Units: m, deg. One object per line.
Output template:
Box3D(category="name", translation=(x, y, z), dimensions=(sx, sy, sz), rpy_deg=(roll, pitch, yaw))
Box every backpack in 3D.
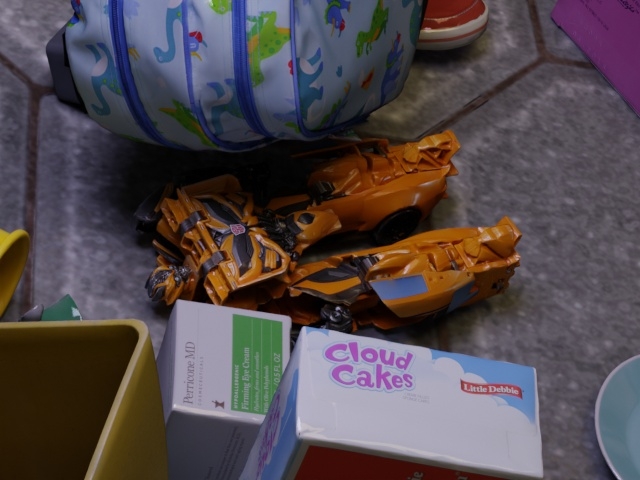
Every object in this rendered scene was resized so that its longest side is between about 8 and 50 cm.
Box3D(category="backpack", translation=(-0.045, -0.200, 1.475), dimensions=(0.273, 0.290, 0.355), rpy_deg=(22, 27, 37))

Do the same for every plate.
Box3D(category="plate", translation=(0.299, 0.165, 1.516), dimensions=(0.188, 0.024, 0.188), rpy_deg=(11, 46, -11))

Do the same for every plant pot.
Box3D(category="plant pot", translation=(-0.199, 0.189, 1.156), dimensions=(0.212, 0.187, 0.212), rpy_deg=(-2, 41, 18))

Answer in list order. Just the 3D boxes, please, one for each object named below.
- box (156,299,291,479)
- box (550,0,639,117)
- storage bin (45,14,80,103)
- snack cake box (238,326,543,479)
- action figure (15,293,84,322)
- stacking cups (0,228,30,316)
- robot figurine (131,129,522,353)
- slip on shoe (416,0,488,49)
Box3D(category="box", translation=(-0.072, 0.113, 1.365), dimensions=(0.087, 0.102, 0.101), rpy_deg=(9, 48, -11))
Box3D(category="box", translation=(0.385, -0.204, 1.825), dimensions=(0.243, 0.117, 0.213), rpy_deg=(-16, 56, -33))
Box3D(category="storage bin", translation=(-0.160, -0.165, 1.591), dimensions=(0.091, 0.098, 0.135), rpy_deg=(8, 40, 22))
Box3D(category="snack cake box", translation=(0.024, 0.179, 1.226), dimensions=(0.152, 0.264, 0.089), rpy_deg=(12, 45, -11))
Box3D(category="action figure", translation=(-0.151, 0.157, 1.293), dimensions=(0.137, 0.063, 0.232), rpy_deg=(-34, 87, -31))
Box3D(category="stacking cups", translation=(-0.368, -0.033, 1.391), dimensions=(0.316, 0.096, 0.096), rpy_deg=(26, 45, 4))
Box3D(category="robot figurine", translation=(0.000, 0.000, 1.510), dimensions=(0.291, 0.085, 0.211), rpy_deg=(-12, 53, -30))
Box3D(category="slip on shoe", translation=(0.010, -0.281, 1.764), dimensions=(0.331, 0.101, 0.123), rpy_deg=(35, 44, 10))
